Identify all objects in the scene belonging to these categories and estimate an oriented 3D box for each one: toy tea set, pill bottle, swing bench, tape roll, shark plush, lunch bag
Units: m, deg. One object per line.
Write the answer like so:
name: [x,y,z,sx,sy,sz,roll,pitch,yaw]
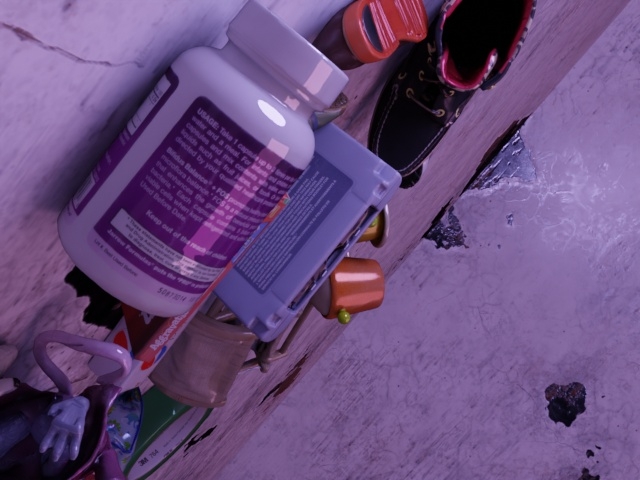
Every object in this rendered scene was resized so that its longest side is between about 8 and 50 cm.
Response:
toy tea set: [0.000,0.000,1.201,0.124,0.200,0.336,-3,-168,-17]
pill bottle: [-0.112,-0.084,0.759,0.302,0.169,0.169,-50,167,10]
swing bench: [-0.154,0.153,1.323,0.254,0.165,0.253,-36,163,-41]
tape roll: [-0.351,0.406,1.616,0.321,0.077,0.321,-45,167,-13]
shark plush: [-0.402,0.171,0.829,0.161,0.073,0.067,-48,-160,-26]
lunch bag: [-0.367,0.333,1.323,0.129,0.096,0.151,-56,-166,34]

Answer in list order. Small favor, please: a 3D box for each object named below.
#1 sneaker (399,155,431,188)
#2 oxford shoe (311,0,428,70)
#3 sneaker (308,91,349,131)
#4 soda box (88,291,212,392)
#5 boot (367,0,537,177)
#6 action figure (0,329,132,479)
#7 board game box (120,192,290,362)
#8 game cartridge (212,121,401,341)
sneaker: [0.210,-0.212,1.586,0.108,0.100,0.272,-44,167,-40]
oxford shoe: [0.066,-0.286,0.988,0.098,0.097,0.271,-16,-165,33]
sneaker: [-0.044,-0.159,1.000,0.192,0.064,0.086,-21,152,-51]
soda box: [-0.255,0.129,1.138,0.216,0.069,0.074,-52,166,14]
boot: [0.193,-0.255,1.157,0.377,0.138,0.284,-55,-177,12]
action figure: [-0.370,0.269,1.020,0.370,0.247,0.276,89,20,-73]
board game box: [-0.153,0.003,0.910,0.027,0.145,0.281,23,118,-42]
game cartridge: [-0.047,-0.029,1.061,0.294,0.196,0.060,-50,155,4]
